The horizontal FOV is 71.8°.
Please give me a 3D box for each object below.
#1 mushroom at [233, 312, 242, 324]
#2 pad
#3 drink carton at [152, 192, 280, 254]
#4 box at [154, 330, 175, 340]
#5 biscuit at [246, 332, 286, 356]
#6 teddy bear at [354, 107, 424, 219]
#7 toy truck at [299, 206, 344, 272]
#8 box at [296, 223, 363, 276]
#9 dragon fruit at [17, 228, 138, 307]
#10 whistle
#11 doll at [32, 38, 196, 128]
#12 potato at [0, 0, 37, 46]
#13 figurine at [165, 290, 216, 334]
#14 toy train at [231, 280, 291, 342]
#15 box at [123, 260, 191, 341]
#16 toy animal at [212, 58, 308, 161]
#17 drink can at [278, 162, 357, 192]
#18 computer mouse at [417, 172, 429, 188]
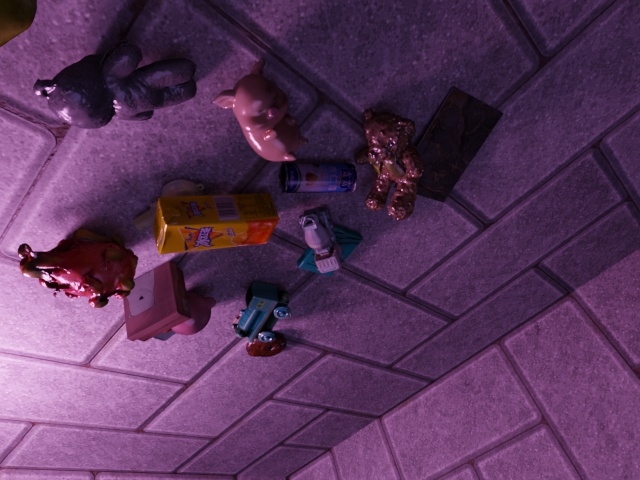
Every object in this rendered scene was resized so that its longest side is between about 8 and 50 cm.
[{"bbox_3d":[-0.345,0.343,1.887,0.049,0.019,0.101,7,127,-29],"label":"mushroom"},{"bbox_3d":[0.428,-0.303,1.486,0.247,0.007,0.368,12,121,-30],"label":"pad"},{"bbox_3d":[-0.319,-0.054,1.358,0.351,0.111,0.155,-7,149,-32],"label":"drink carton"},{"bbox_3d":[-0.627,0.357,1.789,0.126,0.031,0.091,-38,135,17],"label":"box"},{"bbox_3d":[-0.252,0.491,2.052,0.192,0.049,0.192,-8,137,-7],"label":"biscuit"},{"bbox_3d":[0.207,-0.226,1.360,0.222,0.246,0.296,7,104,-50],"label":"teddy bear"},{"bbox_3d":[0.000,0.000,1.536,0.108,0.140,0.257,-15,122,12],"label":"toy truck"},{"bbox_3d":[0.035,0.039,1.698,0.160,0.042,0.226,17,126,-33],"label":"box"},{"bbox_3d":[-0.720,0.085,1.337,0.307,0.228,0.243,-18,133,2],"label":"dragon fruit"},{"bbox_3d":[-0.463,-0.104,1.354,0.258,0.067,0.126,-27,137,12],"label":"whistle"},{"bbox_3d":[-0.469,-0.372,1.047,0.340,0.158,0.246,-26,171,-14],"label":"doll"},{"bbox_3d":[-0.704,-0.446,0.818,0.304,0.216,0.216,-29,138,-5],"label":"potato"},{"bbox_3d":[-0.492,0.271,1.654,0.173,0.173,0.173,-10,137,-10],"label":"figurine"},{"bbox_3d":[-0.246,0.302,1.812,0.194,0.120,0.298,16,125,-24],"label":"toy train"},{"bbox_3d":[-0.567,0.214,1.534,0.215,0.215,0.086,-28,148,8],"label":"box"},{"bbox_3d":[-0.145,-0.327,1.182,0.154,0.166,0.250,9,144,36],"label":"toy animal"},{"bbox_3d":[-0.009,-0.198,1.403,0.235,0.097,0.097,-2,134,-17],"label":"drink can"},{"bbox_3d":[0.337,-0.219,1.547,0.096,0.039,0.066,14,120,-32],"label":"computer mouse"}]
